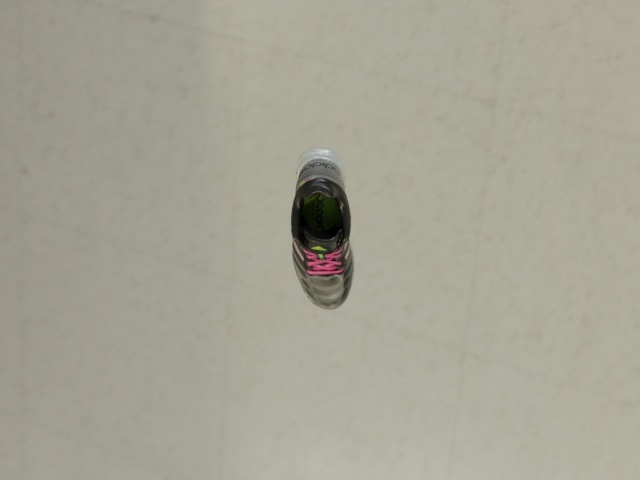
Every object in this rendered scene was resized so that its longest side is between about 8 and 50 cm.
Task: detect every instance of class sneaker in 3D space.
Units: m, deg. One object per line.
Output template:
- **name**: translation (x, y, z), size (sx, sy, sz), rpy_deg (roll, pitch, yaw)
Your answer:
- **sneaker**: translation (0.000, 0.000, 1.741), size (0.063, 0.075, 0.170), rpy_deg (0, 118, 4)
